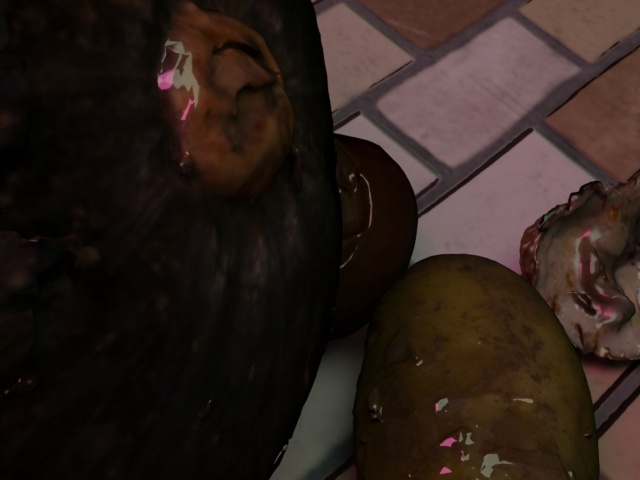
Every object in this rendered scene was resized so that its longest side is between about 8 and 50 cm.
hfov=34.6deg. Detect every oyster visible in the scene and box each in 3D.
[{"bbox_3d":[0.286,0.002,0.765,0.345,0.078,0.129,-16,80,-24],"label":"oyster"}]

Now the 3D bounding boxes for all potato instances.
[{"bbox_3d":[0.091,0.116,0.608,0.149,0.113,0.251,4,50,-12],"label":"potato"}]

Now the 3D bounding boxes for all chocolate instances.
[{"bbox_3d":[0.000,0.000,0.673,0.127,0.124,0.133,9,82,-12],"label":"chocolate"}]

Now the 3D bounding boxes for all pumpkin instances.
[{"bbox_3d":[-0.171,-0.034,0.469,0.344,0.454,0.454,2,47,27],"label":"pumpkin"}]
